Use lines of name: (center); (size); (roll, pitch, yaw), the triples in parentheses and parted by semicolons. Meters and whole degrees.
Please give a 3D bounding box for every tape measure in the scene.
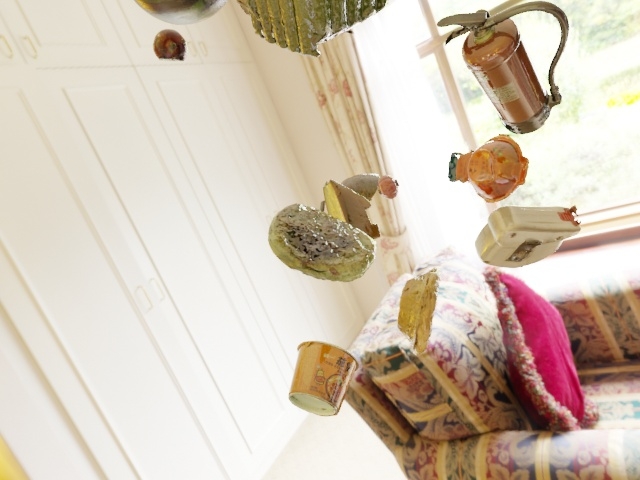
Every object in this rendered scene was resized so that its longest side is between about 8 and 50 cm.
tape measure: (0.673, -0.010, 1.344); (0.259, 0.265, 0.130); (0, 51, -10)

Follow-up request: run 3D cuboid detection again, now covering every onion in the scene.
onion: (-0.535, -0.694, 1.438); (0.117, 0.118, 0.119); (-7, 1, -33)

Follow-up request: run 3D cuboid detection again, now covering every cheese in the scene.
cheese: (0.528, -0.232, 1.302); (0.130, 0.216, 0.329); (1, 10, -23)

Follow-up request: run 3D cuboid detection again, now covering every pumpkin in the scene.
pumpkin: (0.186, -0.256, 2.021); (0.169, 0.148, 0.312); (-38, 27, 56)

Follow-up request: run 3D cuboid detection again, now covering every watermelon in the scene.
watermelon: (-0.338, -0.663, 0.940); (0.286, 0.284, 0.285); (-22, 11, 4)

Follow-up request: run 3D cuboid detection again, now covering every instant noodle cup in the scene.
instant noodle cup: (0.001, 0.448, 1.294); (0.216, 0.215, 0.172); (-15, 39, 37)

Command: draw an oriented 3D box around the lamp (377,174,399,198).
lamp: (0.292, -0.230, 1.736); (0.093, 0.107, 0.107); (-24, 10, 16)

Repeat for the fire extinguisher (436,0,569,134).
fire extinguisher: (0.421, -0.384, 0.862); (0.200, 0.113, 0.376); (-27, -36, 34)

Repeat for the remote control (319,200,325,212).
remote control: (0.004, -0.121, 1.701); (0.014, 0.095, 0.039); (11, -11, -23)

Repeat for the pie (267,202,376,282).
pie: (0.000, 0.000, 1.117); (0.324, 0.070, 0.323); (14, 33, -9)

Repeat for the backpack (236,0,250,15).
backpack: (-0.225, -0.992, 1.669); (0.133, 0.258, 0.206); (-20, -29, -35)

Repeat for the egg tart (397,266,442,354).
egg tart: (0.355, 0.250, 1.467); (0.129, 0.340, 0.341); (9, 21, 16)

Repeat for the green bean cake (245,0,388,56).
green bean cake: (-0.008, -0.669, 1.077); (0.319, 0.218, 0.335); (-37, 56, -21)

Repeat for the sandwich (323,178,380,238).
sandwich: (0.095, -0.094, 1.376); (0.128, 0.235, 0.122); (-9, -13, -34)
